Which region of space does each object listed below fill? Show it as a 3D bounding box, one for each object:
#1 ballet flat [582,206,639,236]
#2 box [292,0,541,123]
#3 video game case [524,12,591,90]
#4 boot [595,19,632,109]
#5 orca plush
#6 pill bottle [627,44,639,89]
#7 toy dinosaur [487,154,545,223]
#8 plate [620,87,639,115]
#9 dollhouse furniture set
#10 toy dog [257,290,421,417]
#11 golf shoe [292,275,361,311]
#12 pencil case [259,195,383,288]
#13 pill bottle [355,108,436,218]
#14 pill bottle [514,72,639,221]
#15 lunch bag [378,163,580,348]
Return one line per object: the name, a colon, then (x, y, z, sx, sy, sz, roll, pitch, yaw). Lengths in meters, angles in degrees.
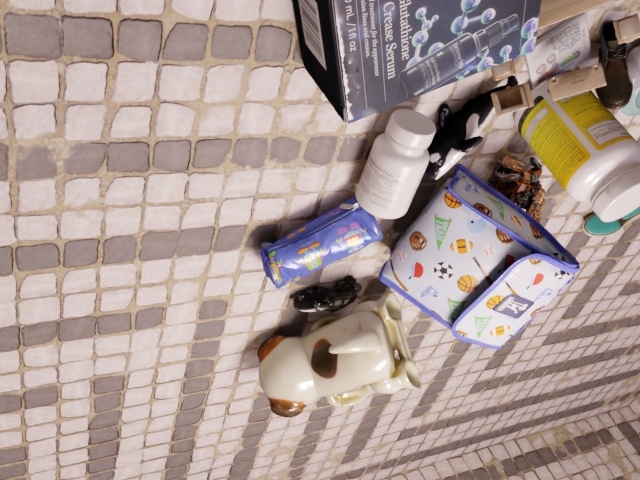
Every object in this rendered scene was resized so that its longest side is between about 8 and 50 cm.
ballet flat: (0.936, -0.065, 2.199, 0.248, 0.086, 0.086, -22, 141, -11)
box: (0.164, -0.434, 1.193, 0.395, 0.212, 0.294, -23, 141, -9)
video game case: (0.548, -0.432, 1.589, 0.157, 0.019, 0.143, -33, 142, 5)
boot: (0.661, -0.401, 1.566, 0.082, 0.219, 0.106, -7, 138, 23)
orca plush: (0.320, -0.276, 1.558, 0.102, 0.151, 0.287, 40, 110, -17)
pill bottle: (0.819, -0.442, 1.678, 0.184, 0.103, 0.103, -31, 142, 2)
toy dinosaur: (0.540, -0.102, 1.860, 0.322, 0.164, 0.218, 37, 93, -27)
plate: (0.880, -0.403, 1.825, 0.188, 0.024, 0.188, -17, 139, -15)
dollhouse furniture set: (0.468, -0.469, 1.415, 0.303, 0.356, 0.174, -15, -174, 21)
toy dog: (0.029, 0.348, 1.896, 0.407, 0.285, 0.395, -20, 176, 19)
golf shoe: (0.019, 0.168, 1.881, 0.198, 0.077, 0.094, -14, 140, -17)
pencil case: (0.000, 0.000, 1.645, 0.306, 0.119, 0.133, -26, 138, -4)
pill bottle: (0.171, -0.173, 1.551, 0.131, 0.131, 0.229, -6, 136, -27)
pill bottle: (0.616, -0.213, 1.604, 0.187, 0.334, 0.188, -21, 151, -12)
lunch bag: (0.396, 0.063, 1.726, 0.328, 0.385, 0.239, -53, 180, 31)
